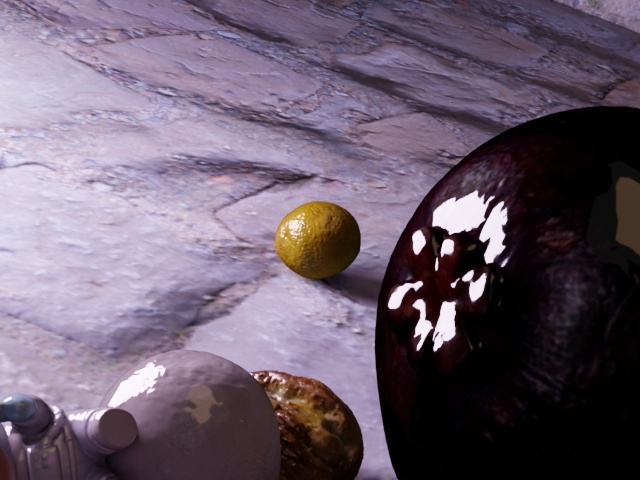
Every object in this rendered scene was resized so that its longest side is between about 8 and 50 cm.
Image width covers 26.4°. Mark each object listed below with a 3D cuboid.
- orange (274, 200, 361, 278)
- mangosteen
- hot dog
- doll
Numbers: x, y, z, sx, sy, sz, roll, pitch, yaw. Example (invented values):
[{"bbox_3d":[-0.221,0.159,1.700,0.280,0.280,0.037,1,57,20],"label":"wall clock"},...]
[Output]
[{"bbox_3d":[0.000,0.000,1.454,0.095,0.085,0.085,2,27,-35],"label":"orange"},{"bbox_3d":[0.249,0.099,1.075,0.435,0.382,0.382,20,18,-34],"label":"mangosteen"},{"bbox_3d":[-0.033,0.155,1.126,0.147,0.065,0.099,28,37,22],"label":"hot dog"},{"bbox_3d":[-0.175,0.157,0.965,0.287,0.151,0.151,-4,30,-24],"label":"doll"}]
